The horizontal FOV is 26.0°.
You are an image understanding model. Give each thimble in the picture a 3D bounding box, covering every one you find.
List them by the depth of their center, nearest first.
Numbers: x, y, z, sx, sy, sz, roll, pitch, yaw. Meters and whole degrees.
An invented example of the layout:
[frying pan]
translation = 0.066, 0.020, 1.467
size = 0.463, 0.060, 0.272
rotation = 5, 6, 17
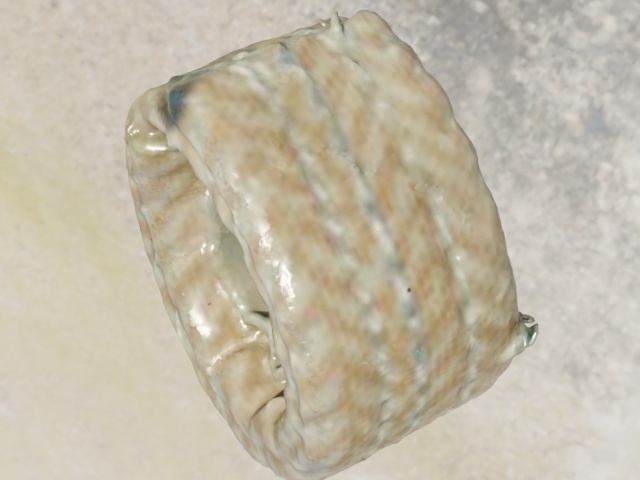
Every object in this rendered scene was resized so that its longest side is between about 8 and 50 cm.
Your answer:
[thimble]
translation = -0.001, 0.004, 0.748
size = 0.196, 0.148, 0.229
rotation = -6, 107, 65
